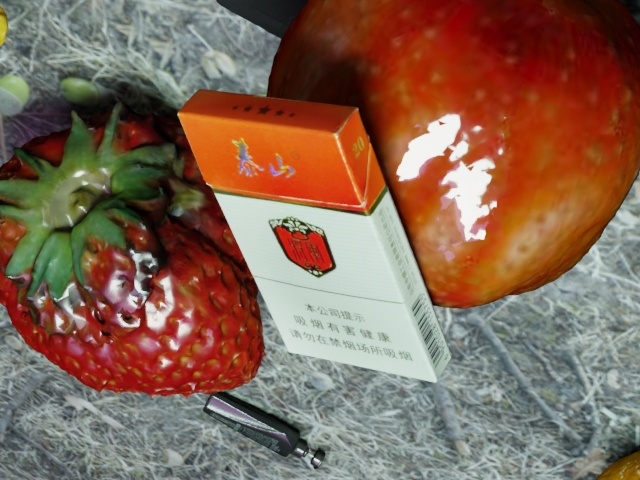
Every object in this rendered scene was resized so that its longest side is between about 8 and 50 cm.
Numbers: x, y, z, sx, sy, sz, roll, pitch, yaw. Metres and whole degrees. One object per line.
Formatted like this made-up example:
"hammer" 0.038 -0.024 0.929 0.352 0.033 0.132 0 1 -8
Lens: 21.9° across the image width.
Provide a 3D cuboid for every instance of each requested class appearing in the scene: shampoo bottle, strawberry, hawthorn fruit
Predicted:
"shampoo bottle" -0.058 0.200 1.741 0.137 0.027 0.048 29 148 -2
"strawberry" -0.164 0.030 1.499 0.239 0.250 0.288 -5 153 20
"hawthorn fruit" 0.117 -0.122 1.228 0.287 0.287 0.330 30 115 -4

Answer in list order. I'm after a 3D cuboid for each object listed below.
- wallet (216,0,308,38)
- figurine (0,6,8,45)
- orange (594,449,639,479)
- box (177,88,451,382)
"wallet" 0.003 -0.250 1.308 0.124 0.025 0.244 29 136 -2
"figurine" -0.414 -0.232 1.394 0.320 0.196 0.323 -35 103 0
"orange" 0.354 0.286 1.532 0.240 0.171 0.240 10 135 10
"box" 0.000 0.000 1.169 0.139 0.035 0.245 11 141 33
